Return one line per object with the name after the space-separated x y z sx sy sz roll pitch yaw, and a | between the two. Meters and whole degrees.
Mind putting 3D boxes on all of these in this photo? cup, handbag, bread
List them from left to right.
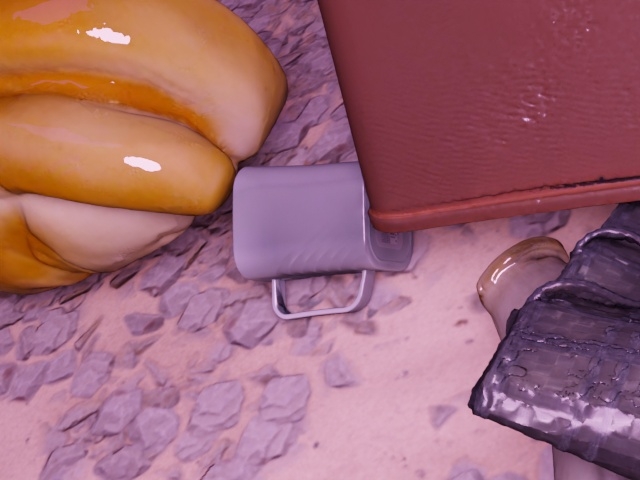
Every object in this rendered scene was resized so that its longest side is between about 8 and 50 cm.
-0.225 -0.079 1.040 0.424 0.329 0.245 -17 73 39 | bread
0.000 0.000 0.905 0.129 0.095 0.128 -4 83 31 | cup
0.201 0.052 0.605 0.175 0.089 0.270 21 31 23 | handbag

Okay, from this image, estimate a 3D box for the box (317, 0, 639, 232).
0.184 -0.170 0.773 0.339 0.229 0.239 -7 20 33 | box

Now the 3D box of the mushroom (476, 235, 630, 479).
0.175 0.118 0.650 0.109 0.097 0.351 -7 37 -2 | mushroom
